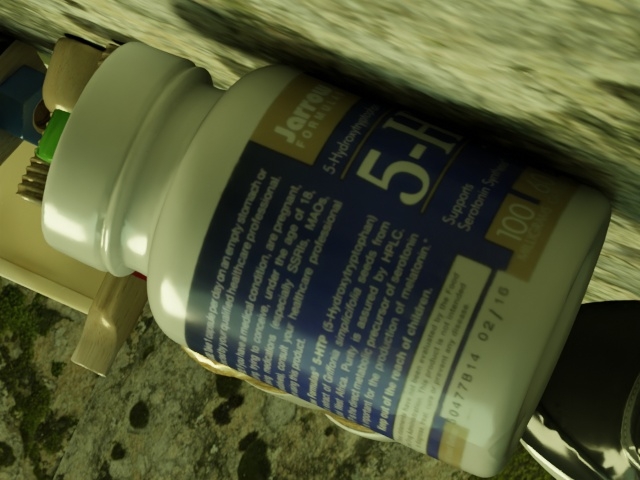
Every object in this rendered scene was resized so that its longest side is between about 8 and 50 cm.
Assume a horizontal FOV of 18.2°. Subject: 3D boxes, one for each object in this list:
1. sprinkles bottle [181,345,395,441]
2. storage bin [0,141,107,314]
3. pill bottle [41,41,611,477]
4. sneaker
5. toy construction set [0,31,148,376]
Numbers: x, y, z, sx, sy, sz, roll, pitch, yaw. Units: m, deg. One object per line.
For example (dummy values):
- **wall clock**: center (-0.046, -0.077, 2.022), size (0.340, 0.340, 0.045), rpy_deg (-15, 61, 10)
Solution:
- **sprinkles bottle**: center (0.008, 0.055, 1.325), size (0.121, 0.121, 0.355), rpy_deg (22, 175, 20)
- **storage bin**: center (-0.285, -0.053, 1.571), size (0.262, 0.123, 0.260), rpy_deg (25, 175, -25)
- **pill bottle**: center (0.000, 0.000, 0.725), size (0.186, 0.112, 0.112), rpy_deg (23, 176, 10)
- **sneaker**: center (0.194, 0.067, 0.764), size (0.283, 0.107, 0.124), rpy_deg (18, 159, 28)
- **toy construction set**: center (-0.230, -0.015, 0.957), size (0.309, 0.237, 0.257), rpy_deg (23, 176, 12)
